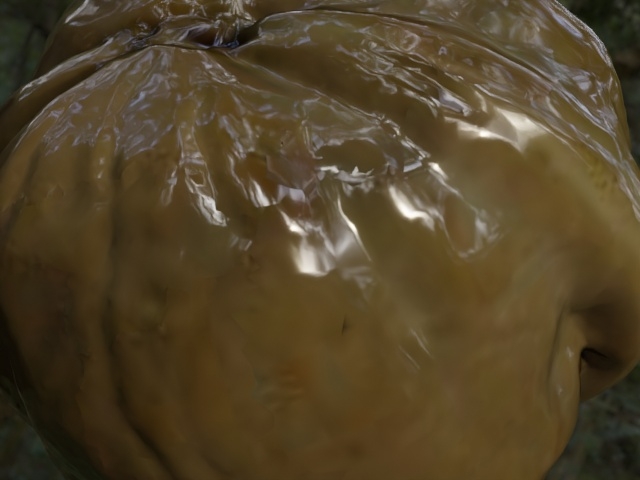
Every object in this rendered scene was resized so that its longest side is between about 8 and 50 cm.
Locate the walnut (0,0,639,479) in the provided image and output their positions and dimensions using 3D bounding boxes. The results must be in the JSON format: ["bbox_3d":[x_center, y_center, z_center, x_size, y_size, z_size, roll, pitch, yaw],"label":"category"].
[{"bbox_3d":[0.000,0.000,0.643,0.285,0.296,0.285,8,-38,6],"label":"walnut"}]
